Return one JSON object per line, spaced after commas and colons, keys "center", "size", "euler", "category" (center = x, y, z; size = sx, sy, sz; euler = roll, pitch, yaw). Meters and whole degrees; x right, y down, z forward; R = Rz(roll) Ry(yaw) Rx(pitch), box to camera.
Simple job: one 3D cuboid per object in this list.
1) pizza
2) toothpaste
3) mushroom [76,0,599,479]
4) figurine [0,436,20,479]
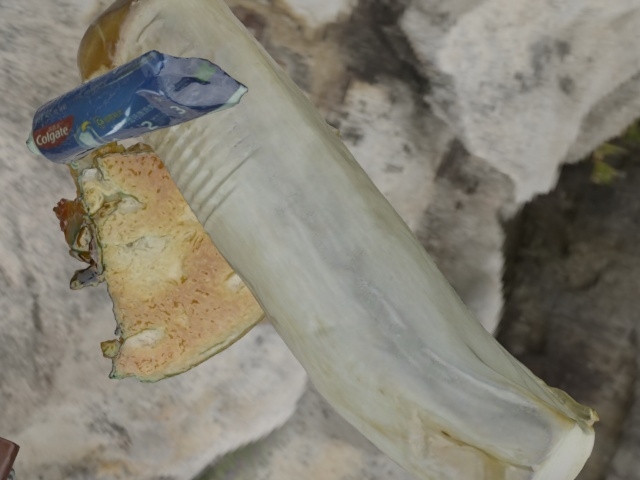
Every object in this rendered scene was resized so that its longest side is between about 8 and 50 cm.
{"center": [-0.123, -0.017, 1.230], "size": [0.229, 0.081, 0.289], "euler": [32, 103, -22], "category": "pizza"}
{"center": [-0.053, -0.034, 0.376], "size": [0.027, 0.083, 0.019], "euler": [28, 64, -33], "category": "toothpaste"}
{"center": [0.000, 0.000, 0.740], "size": [0.095, 0.123, 0.351], "euler": [-35, 76, -30], "category": "mushroom"}
{"center": [-0.483, 0.302, 1.661], "size": [0.283, 0.338, 0.204], "euler": [-50, 152, 12], "category": "figurine"}
